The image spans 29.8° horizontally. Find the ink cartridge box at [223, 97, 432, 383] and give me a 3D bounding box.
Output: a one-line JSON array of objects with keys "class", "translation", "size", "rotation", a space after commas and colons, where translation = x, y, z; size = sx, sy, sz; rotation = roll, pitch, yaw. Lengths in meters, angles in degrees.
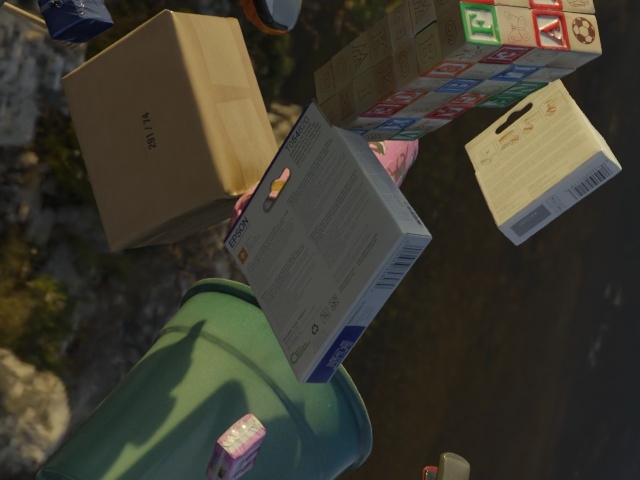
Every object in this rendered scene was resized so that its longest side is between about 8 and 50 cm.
[{"class": "ink cartridge box", "translation": [0.000, 0.000, 1.295], "size": [0.045, 0.224, 0.223], "rotation": [6, 129, -39]}]

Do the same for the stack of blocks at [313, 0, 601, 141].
[{"class": "stack of blocks", "translation": [0.138, -0.193, 1.307], "size": [0.171, 0.297, 0.087], "rotation": [-1, 77, -29]}]

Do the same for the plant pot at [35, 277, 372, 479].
[{"class": "plant pot", "translation": [-0.165, 0.285, 1.576], "size": [0.334, 0.341, 0.341], "rotation": [-44, 146, -33]}]

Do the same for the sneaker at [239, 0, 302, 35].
[{"class": "sneaker", "translation": [0.001, -0.294, 0.982], "size": [0.099, 0.121, 0.262], "rotation": [174, -77, -75]}]

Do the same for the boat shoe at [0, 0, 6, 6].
[{"class": "boat shoe", "translation": [-0.275, -0.153, 0.779], "size": [0.109, 0.091, 0.305], "rotation": [90, 24, -52]}]

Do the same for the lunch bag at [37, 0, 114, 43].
[{"class": "lunch bag", "translation": [-0.333, -0.310, 1.616], "size": [0.065, 0.067, 0.098], "rotation": [68, 20, 6]}]

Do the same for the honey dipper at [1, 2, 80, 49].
[{"class": "honey dipper", "translation": [-0.390, -0.300, 1.626], "size": [0.160, 0.030, 0.030], "rotation": [23, 81, -50]}]

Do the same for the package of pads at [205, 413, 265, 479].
[{"class": "package of pads", "translation": [-0.086, 0.215, 1.220], "size": [0.050, 0.032, 0.083], "rotation": [-35, 159, -33]}]

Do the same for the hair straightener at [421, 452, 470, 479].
[{"class": "hair straightener", "translation": [0.130, 0.324, 1.286], "size": [0.089, 0.047, 0.230], "rotation": [-53, -167, 45]}]

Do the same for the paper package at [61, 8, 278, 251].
[{"class": "paper package", "translation": [-0.247, -0.177, 2.006], "size": [0.168, 0.309, 0.325], "rotation": [-7, 77, -53]}]

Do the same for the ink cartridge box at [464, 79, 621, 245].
[{"class": "ink cartridge box", "translation": [0.310, -0.118, 1.720], "size": [0.056, 0.181, 0.225], "rotation": [42, 20, -28]}]

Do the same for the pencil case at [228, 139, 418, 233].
[{"class": "pencil case", "translation": [0.011, -0.080, 1.748], "size": [0.386, 0.167, 0.160], "rotation": [-55, 137, -51]}]
